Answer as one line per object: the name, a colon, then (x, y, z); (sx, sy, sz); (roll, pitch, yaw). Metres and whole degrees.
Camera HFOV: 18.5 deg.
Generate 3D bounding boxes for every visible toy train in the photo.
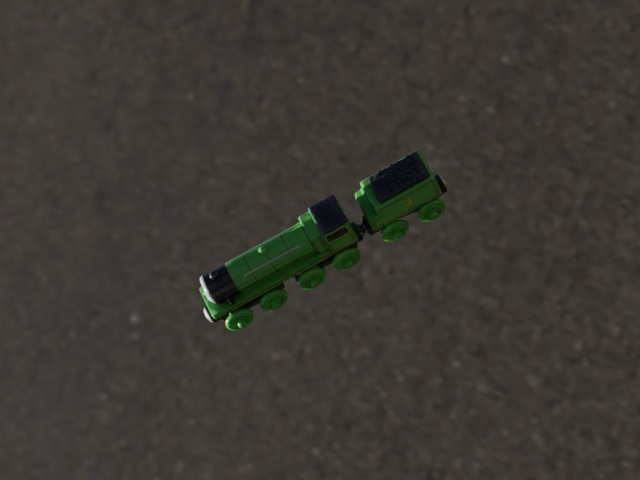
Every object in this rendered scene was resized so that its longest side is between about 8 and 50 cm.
toy train: (0.000, 0.000, 0.588); (0.083, 0.023, 0.017); (-29, 57, 1)
